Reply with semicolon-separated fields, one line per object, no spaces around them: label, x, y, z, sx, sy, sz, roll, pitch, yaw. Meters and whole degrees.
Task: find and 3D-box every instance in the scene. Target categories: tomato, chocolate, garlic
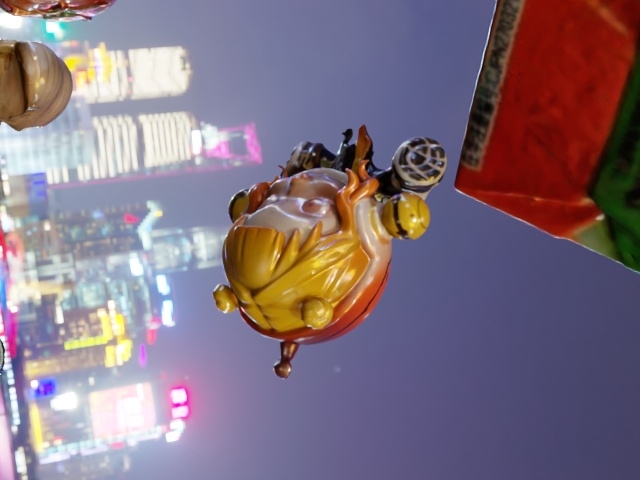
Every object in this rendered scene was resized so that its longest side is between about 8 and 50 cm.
tomato;-0.303;-0.324;1.069;0.167;0.167;0.167;172;-90;-71
chocolate;0.342;-0.162;0.953;0.341;0.161;0.360;28;-56;31
garlic;-0.603;-0.297;1.792;0.207;0.256;0.207;30;-42;30

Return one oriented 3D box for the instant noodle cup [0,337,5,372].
instant noodle cup;-0.473;0.194;1.106;0.233;0.207;0.207;-53;-138;29

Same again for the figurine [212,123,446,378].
figurine;0.003;0.002;1.203;0.320;0.323;0.196;4;-47;43
